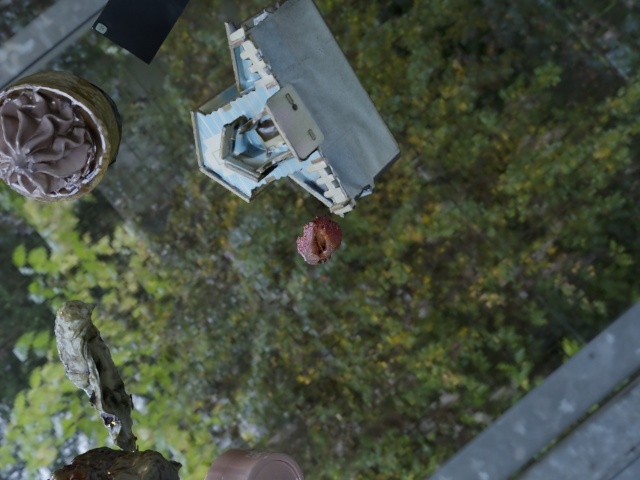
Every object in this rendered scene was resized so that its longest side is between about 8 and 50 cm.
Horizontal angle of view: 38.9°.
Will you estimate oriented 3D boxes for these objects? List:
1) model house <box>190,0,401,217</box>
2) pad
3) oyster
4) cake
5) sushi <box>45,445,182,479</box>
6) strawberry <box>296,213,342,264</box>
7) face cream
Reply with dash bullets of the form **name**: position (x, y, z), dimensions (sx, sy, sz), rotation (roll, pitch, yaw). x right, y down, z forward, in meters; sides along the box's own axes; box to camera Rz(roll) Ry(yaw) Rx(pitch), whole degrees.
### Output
- **model house**: position (-0.060, -0.141, 1.118), dimensions (0.206, 0.178, 0.271), rotation (-14, 115, 48)
- **pad**: position (-0.292, -0.413, 1.554), dimensions (0.116, 0.193, 0.004), rotation (32, -176, -22)
- **oyster**: position (-0.405, 0.256, 1.636), dimensions (0.166, 0.094, 0.294), rotation (126, 123, -78)
- **cake**: position (-0.396, -0.139, 1.334), dimensions (0.208, 0.185, 0.178), rotation (29, -156, -22)
- **sushi**: position (-0.232, 0.349, 1.017), dimensions (0.218, 0.225, 0.238), rotation (61, -151, -5)
- **strawberry**: position (0.001, 0.003, 1.916), dimensions (0.152, 0.104, 0.048), rotation (73, 173, -62)
- **face cream**: position (-0.109, 0.424, 1.514), dimensions (0.104, 0.149, 0.149), rotation (-7, 132, 42)
